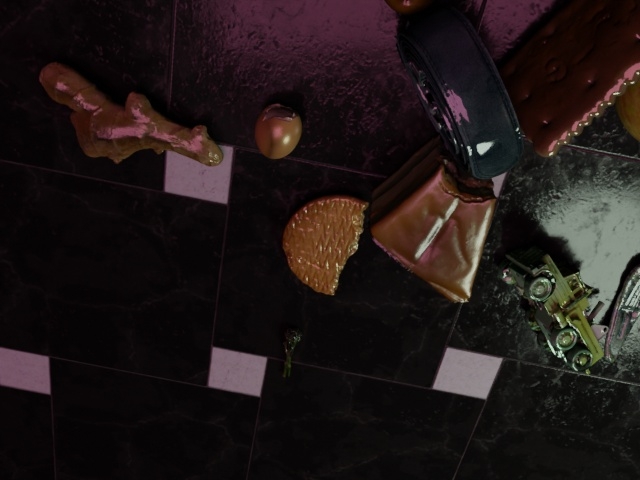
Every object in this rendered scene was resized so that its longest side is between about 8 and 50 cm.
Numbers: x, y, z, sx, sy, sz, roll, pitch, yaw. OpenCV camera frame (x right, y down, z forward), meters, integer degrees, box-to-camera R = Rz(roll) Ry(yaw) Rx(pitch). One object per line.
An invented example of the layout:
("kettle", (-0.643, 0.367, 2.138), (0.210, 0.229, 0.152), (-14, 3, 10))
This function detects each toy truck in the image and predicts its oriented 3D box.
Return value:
("toy truck", (0.449, 0.114, 1.361), (0.135, 0.128, 0.259), (-39, 112, -1))

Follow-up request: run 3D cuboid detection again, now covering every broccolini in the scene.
("broccolini", (-0.062, 0.239, 1.543), (0.035, 0.030, 0.140), (-16, 133, -26))

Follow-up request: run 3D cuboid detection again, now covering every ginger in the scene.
("ginger", (-0.330, -0.198, 1.261), (0.333, 0.081, 0.148), (16, 107, -5))

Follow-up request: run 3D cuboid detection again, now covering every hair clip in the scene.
("hair clip", (0.592, 0.134, 1.390), (0.066, 0.036, 0.229), (10, 117, -5))

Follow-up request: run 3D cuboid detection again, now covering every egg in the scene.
("egg", (-0.073, -0.182, 1.235), (0.080, 0.080, 0.096), (12, 120, -2))

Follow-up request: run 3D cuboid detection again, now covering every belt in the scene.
("belt", (0.215, -0.219, 1.091), (0.116, 0.206, 0.268), (-28, 97, 4))

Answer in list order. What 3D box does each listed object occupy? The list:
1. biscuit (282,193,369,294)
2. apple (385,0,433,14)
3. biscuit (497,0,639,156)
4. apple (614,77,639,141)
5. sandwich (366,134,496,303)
("biscuit", (0.000, -0.001, 1.372), (0.144, 0.033, 0.224), (15, 123, -1))
("apple", (0.133, -0.382, 1.088), (0.089, 0.074, 0.090), (6, 144, 4))
("biscuit", (0.397, -0.289, 1.039), (0.044, 0.217, 0.325), (25, 126, -32))
("apple", (0.552, -0.254, 1.059), (0.246, 0.246, 0.226), (-15, 99, 15))
("sandwich", (0.228, -0.038, 1.248), (0.227, 0.155, 0.198), (38, 119, -18))
